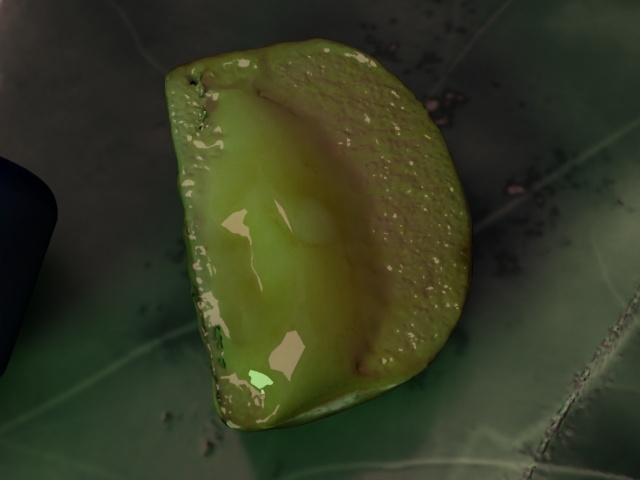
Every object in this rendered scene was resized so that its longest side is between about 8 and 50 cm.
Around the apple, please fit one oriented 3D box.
[{"bbox_3d":[0.000,0.000,0.954,0.193,0.120,0.265,-7,67,-13],"label":"apple"}]

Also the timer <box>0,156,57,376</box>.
[{"bbox_3d":[-0.321,0.125,0.873,0.270,0.270,0.384,6,80,8],"label":"timer"}]
